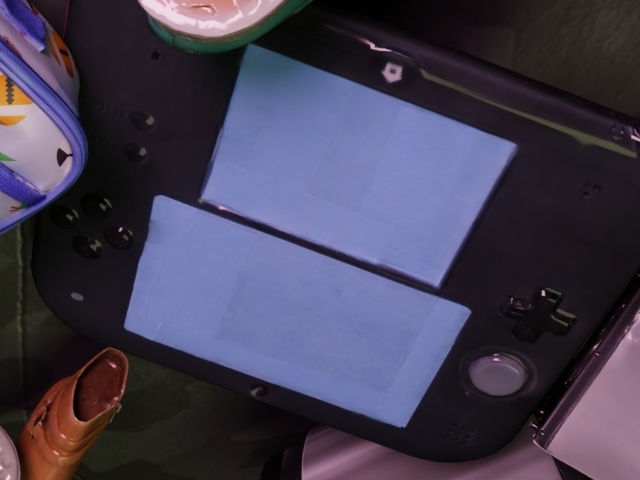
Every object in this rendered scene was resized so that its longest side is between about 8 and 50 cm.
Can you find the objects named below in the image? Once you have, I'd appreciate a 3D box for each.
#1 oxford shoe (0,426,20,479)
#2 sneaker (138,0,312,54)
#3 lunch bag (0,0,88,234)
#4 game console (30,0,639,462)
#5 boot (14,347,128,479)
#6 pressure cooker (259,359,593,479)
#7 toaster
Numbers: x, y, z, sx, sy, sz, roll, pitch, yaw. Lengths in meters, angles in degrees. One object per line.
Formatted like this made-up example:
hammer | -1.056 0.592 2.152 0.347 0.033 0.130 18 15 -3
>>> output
oxford shoe | -0.465 0.192 0.804 0.449 0.169 0.130 1 137 -12
sneaker | 0.020 -0.214 0.521 0.302 0.108 0.121 -43 -175 -2
lunch bag | -0.280 -0.100 0.530 0.243 0.115 0.303 -28 137 15
game console | 0.000 0.000 0.701 0.386 0.060 0.342 20 136 -3
boot | -0.233 0.189 0.878 0.073 0.197 0.152 30 133 -21
pressure cooker | 0.128 0.329 1.061 0.420 0.375 0.370 -26 108 12
toaster | 0.254 0.096 0.784 0.186 0.110 0.168 -58 168 9
